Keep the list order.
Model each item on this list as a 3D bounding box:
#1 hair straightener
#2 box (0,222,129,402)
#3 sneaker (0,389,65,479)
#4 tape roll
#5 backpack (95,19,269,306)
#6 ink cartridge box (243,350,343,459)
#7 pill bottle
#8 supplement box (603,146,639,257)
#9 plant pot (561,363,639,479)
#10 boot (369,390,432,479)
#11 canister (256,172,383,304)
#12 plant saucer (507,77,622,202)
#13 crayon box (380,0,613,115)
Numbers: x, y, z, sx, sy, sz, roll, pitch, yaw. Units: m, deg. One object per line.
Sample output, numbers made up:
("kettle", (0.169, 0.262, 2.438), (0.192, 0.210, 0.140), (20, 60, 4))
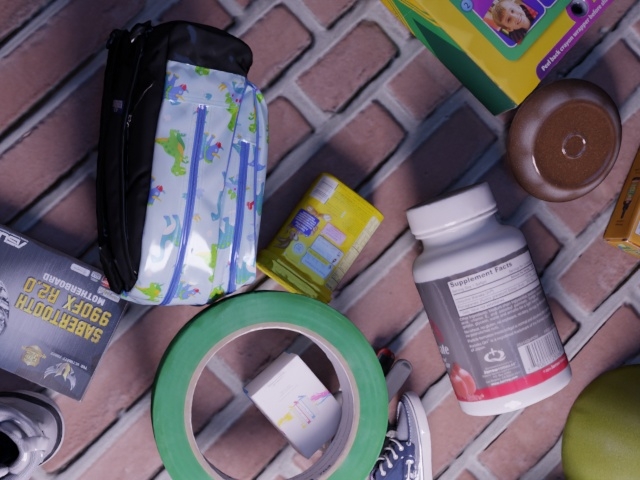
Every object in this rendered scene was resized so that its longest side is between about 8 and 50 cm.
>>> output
("hair straightener", (0.068, 0.273, 1.595), (0.230, 0.089, 0.047), (-56, 134, -9))
("box", (-0.402, 0.097, 1.514), (0.231, 0.056, 0.183), (26, 82, -10))
("sneaker", (-0.521, 0.272, 1.402), (0.365, 0.210, 0.137), (-6, 89, -13))
("tape roll", (-0.070, 0.228, 1.479), (0.321, 0.077, 0.321), (0, 89, -11))
("backpack", (-0.193, -0.086, 1.454), (0.273, 0.290, 0.356), (19, 83, -29))
("ink cartridge box", (-0.029, 0.245, 1.574), (0.090, 0.092, 0.143), (-42, 98, -11))
("pill bottle", (0.239, 0.082, 1.595), (0.176, 0.176, 0.319), (-20, 93, -12))
("supplement box", (0.538, -0.089, 1.718), (0.080, 0.078, 0.233), (27, 83, -13))
("plant pot", (0.545, 0.333, 1.596), (0.274, 0.293, 0.275), (0, 89, -13))
("boot", (0.116, 0.324, 1.614), (0.086, 0.069, 0.190), (-7, 92, -15))
("canister", (0.000, 0.000, 1.598), (0.126, 0.073, 0.170), (37, 80, -9))
("plant saucer", (0.388, -0.151, 1.677), (0.198, 0.036, 0.199), (-5, 109, -15))
("crayon box", (0.291, -0.432, 1.660), (0.313, 0.106, 0.363), (44, 80, -7))
